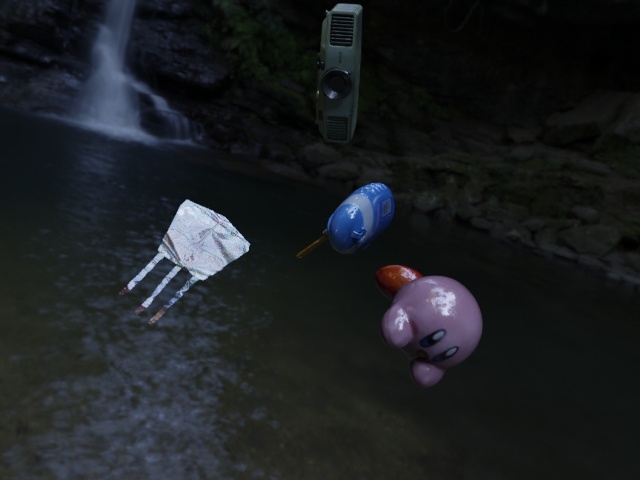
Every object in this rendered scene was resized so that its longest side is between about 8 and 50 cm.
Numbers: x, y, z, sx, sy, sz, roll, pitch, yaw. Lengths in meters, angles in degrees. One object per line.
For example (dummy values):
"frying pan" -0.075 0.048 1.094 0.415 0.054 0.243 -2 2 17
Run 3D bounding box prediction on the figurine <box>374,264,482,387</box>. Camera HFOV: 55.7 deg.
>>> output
"figurine" 0.269 0.181 1.429 0.270 0.211 0.261 55 19 -15

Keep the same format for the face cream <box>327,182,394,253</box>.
"face cream" 0.082 -0.041 1.238 0.083 0.149 0.264 21 17 14

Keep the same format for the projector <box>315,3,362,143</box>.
"projector" 0.040 -0.352 1.288 0.088 0.270 0.194 5 27 6

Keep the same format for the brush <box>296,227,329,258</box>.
"brush" 0.000 0.000 1.668 0.043 0.169 0.014 41 19 -42

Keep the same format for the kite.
"kite" -0.208 0.029 0.894 0.127 0.016 0.229 36 46 5
